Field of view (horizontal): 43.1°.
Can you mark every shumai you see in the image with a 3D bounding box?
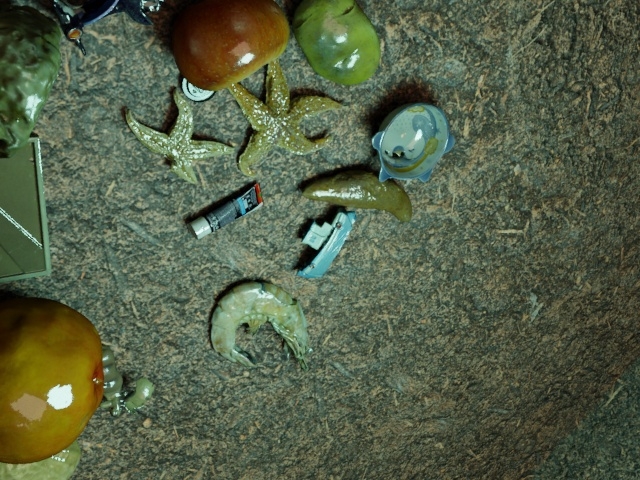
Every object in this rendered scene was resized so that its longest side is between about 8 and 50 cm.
[{"bbox_3d":[-0.612,-0.296,1.337,0.289,0.330,0.291,26,92,-37],"label":"shumai"}]

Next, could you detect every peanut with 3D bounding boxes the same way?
[{"bbox_3d":[-0.687,0.513,1.900,0.197,0.110,0.233,-44,132,-2],"label":"peanut"}]

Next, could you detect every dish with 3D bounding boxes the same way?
[{"bbox_3d":[0.206,-0.248,2.015,0.236,0.086,0.227,25,103,-39],"label":"dish"}]

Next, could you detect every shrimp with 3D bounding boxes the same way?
[{"bbox_3d":[-0.143,0.245,2.102,0.247,0.085,0.360,-36,127,3],"label":"shrimp"}]

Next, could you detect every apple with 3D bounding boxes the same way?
[{"bbox_3d":[-0.184,-0.408,1.613,0.235,0.210,0.173,-35,107,-19],"label":"apple"}]

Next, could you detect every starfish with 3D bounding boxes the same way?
[{"bbox_3d":[-0.089,-0.289,1.830,0.299,0.060,0.302,-36,129,-6],"label":"starfish"},{"bbox_3d":[-0.300,-0.224,1.746,0.138,0.050,0.247,-46,133,-3],"label":"starfish"}]

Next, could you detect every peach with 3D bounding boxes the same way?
[{"bbox_3d":[-0.599,0.288,1.664,0.302,0.342,0.342,3,117,-9],"label":"peach"}]

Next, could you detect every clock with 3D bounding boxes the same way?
[{"bbox_3d":[-0.257,-0.336,1.726,0.085,0.017,0.085,-15,123,-24],"label":"clock"}]

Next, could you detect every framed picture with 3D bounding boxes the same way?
[{"bbox_3d":[-0.676,-0.052,1.635,0.241,0.020,0.324,-11,122,-26],"label":"framed picture"}]

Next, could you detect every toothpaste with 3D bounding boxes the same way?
[{"bbox_3d":[-0.216,-0.064,1.896,0.194,0.045,0.071,-32,137,-20],"label":"toothpaste"}]

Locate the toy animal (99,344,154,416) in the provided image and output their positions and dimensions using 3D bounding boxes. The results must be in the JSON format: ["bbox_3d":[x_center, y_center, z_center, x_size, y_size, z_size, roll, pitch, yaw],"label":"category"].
[{"bbox_3d":[-0.499,0.342,1.927,0.186,0.094,0.214,-18,117,-32],"label":"toy animal"}]

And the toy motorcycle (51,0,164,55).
[{"bbox_3d":[-0.449,-0.495,1.457,0.213,0.125,0.358,-40,128,6],"label":"toy motorcycle"}]

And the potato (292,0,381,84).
[{"bbox_3d":[0.036,-0.441,1.767,0.169,0.143,0.248,-18,142,27],"label":"potato"}]

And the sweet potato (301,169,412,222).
[{"bbox_3d":[0.114,-0.120,2.029,0.342,0.092,0.114,10,128,-34],"label":"sweet potato"}]

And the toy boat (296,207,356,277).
[{"bbox_3d":[0.000,0.000,2.050,0.102,0.088,0.215,29,102,-4],"label":"toy boat"}]
